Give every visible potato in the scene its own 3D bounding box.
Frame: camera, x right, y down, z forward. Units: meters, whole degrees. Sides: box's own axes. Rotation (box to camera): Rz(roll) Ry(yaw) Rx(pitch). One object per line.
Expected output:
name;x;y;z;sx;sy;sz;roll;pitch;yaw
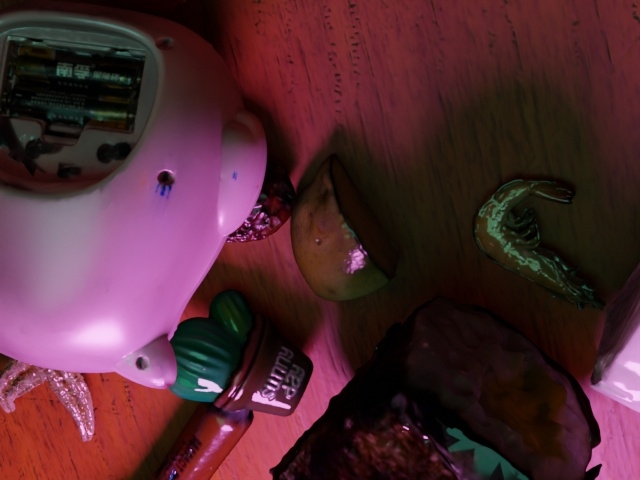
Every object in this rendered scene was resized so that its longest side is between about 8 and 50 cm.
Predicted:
potato;0.000;0.000;1.734;0.120;0.081;0.149;-25;109;25

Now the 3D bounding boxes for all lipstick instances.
lipstick;-0.196;0.328;1.980;0.077;0.077;0.418;33;121;-2

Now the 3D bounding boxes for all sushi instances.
sushi;0.135;0.240;1.708;0.281;0.299;0.294;49;122;20

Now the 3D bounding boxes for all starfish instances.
starfish;-0.367;0.155;1.951;0.138;0.050;0.247;-2;115;20

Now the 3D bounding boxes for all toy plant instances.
toy plant;-0.109;0.131;1.818;0.200;0.105;0.142;25;79;-7

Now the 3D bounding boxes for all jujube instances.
jujube;-0.111;-0.041;1.737;0.166;0.104;0.104;-7;116;25

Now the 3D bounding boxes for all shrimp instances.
shrimp;0.255;-0.002;1.685;0.178;0.034;0.124;32;116;3

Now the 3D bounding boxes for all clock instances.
clock;-0.248;-0.053;1.586;0.368;0.250;0.376;8;85;12

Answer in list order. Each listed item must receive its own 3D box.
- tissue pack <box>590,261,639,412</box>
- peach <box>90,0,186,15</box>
tissue pack;0.493;0.108;1.576;0.357;0.194;0.266;28;124;1
peach;-0.189;-0.292;1.604;0.118;0.151;0.151;37;123;10
